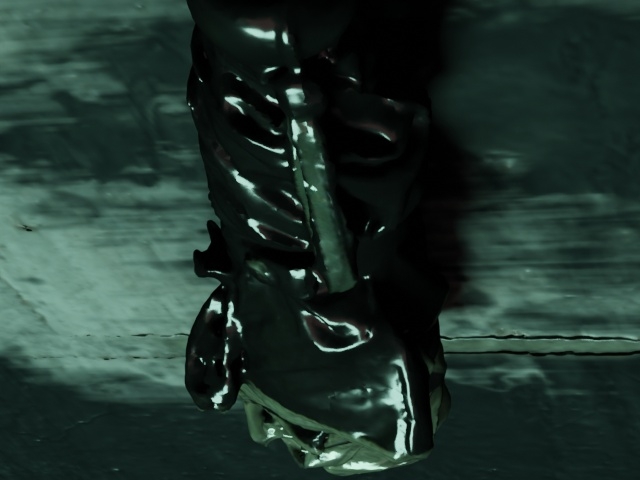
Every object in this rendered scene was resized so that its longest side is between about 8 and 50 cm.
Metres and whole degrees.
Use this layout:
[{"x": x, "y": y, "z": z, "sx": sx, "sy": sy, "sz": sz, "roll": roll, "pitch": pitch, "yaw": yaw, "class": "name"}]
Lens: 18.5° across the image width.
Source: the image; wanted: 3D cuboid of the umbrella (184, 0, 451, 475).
[{"x": -0.006, "y": 0.002, "z": 0.770, "sx": 0.113, "sy": 0.106, "sz": 0.358, "roll": 8, "pitch": 153, "yaw": 9, "class": "umbrella"}]
